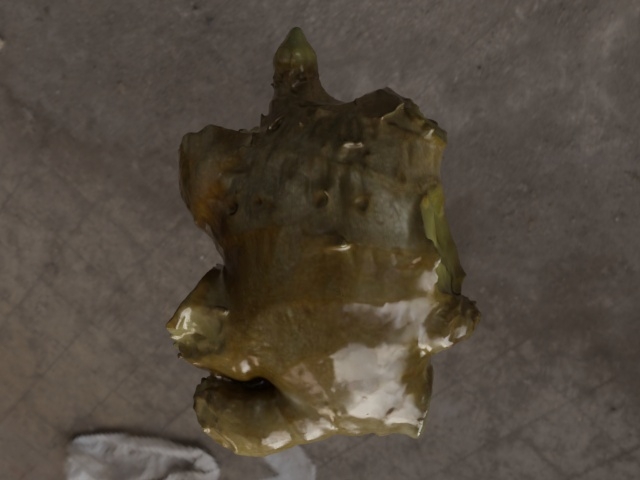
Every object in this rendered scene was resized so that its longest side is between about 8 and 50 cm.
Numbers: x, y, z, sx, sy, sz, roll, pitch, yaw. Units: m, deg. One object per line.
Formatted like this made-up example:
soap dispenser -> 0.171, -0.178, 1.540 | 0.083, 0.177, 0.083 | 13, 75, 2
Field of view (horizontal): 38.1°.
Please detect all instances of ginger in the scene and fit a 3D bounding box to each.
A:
ginger -> 0.000, 0.000, 0.472 | 0.157, 0.102, 0.216 | -5, 90, 19
